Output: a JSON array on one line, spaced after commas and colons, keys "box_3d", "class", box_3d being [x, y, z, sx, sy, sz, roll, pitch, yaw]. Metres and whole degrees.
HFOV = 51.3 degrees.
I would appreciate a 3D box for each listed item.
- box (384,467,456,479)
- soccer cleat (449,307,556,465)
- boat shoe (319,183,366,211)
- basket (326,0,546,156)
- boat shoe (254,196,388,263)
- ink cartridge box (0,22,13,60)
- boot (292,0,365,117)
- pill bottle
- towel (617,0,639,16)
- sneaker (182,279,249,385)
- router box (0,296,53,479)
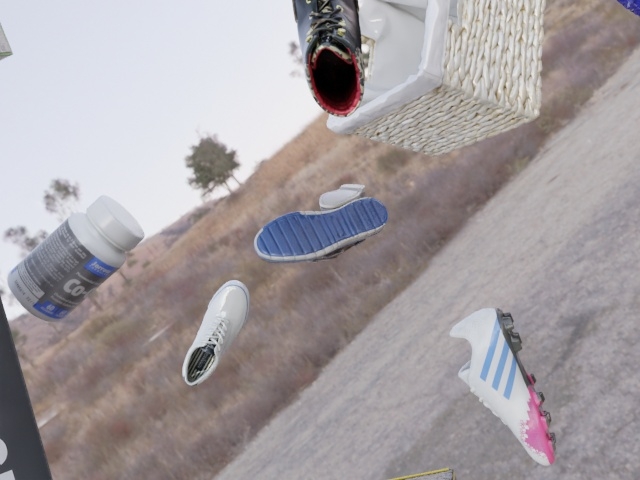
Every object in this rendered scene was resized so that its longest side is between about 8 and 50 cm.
[{"box_3d": [0.040, 0.379, 0.790, 0.257, 0.079, 0.322, -14, -3, 12], "class": "box"}, {"box_3d": [0.368, 0.302, 1.356, 0.143, 0.331, 0.116, -21, -5, 18], "class": "soccer cleat"}, {"box_3d": [0.053, -0.076, 1.450, 0.075, 0.065, 0.206, 7, 17, 18], "class": "boat shoe"}, {"box_3d": [0.213, -0.359, 1.228, 0.331, 0.266, 0.328, -16, 64, 63], "class": "basket"}, {"box_3d": [0.000, 0.000, 0.857, 0.183, 0.066, 0.066, -13, -24, -21], "class": "boat shoe"}, {"box_3d": [-0.786, -0.491, 1.446, 0.171, 0.235, 0.056, -12, 12, 28], "class": "ink cartridge box"}, {"box_3d": [0.007, -0.276, 0.791, 0.085, 0.236, 0.178, -10, 31, 5], "class": "boot"}, {"box_3d": [-0.265, 0.019, 0.731, 0.137, 0.078, 0.078, -42, -2, 5], "class": "pill bottle"}, {"box_3d": [0.191, -0.249, 0.256, 0.076, 0.228, 0.308, -21, -31, -34], "class": "towel"}, {"box_3d": [-0.230, 0.215, 1.491, 0.091, 0.094, 0.258, -102, 35, -78], "class": "sneaker"}, {"box_3d": [-0.303, 0.155, 0.593, 0.081, 0.309, 0.243, -16, 13, -28], "class": "router box"}]
